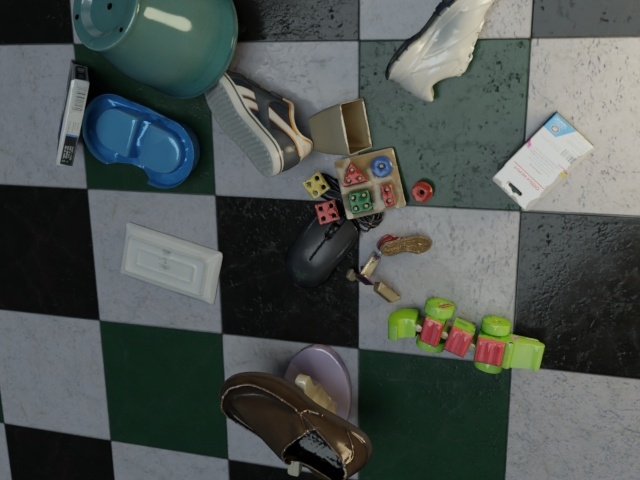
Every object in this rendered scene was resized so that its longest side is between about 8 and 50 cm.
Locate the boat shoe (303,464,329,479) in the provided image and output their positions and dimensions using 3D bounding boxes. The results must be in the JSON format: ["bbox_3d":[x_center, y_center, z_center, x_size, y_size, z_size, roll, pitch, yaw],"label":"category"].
[{"bbox_3d":[-0.013,0.549,1.857,0.135,0.045,0.050,26,121,12],"label":"boat shoe"}]

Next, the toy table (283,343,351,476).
[{"bbox_3d":[-0.032,0.403,1.764,0.252,0.161,0.274,-2,105,18],"label":"toy table"}]

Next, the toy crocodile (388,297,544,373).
[{"bbox_3d":[0.314,0.215,1.632,0.340,0.105,0.115,16,109,12],"label":"toy crocodile"}]

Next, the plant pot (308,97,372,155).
[{"bbox_3d":[0.036,-0.239,1.602,0.096,0.109,0.109,-5,103,31],"label":"plant pot"}]

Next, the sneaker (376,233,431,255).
[{"bbox_3d":[0.182,0.007,1.658,0.118,0.067,0.042,-6,102,-12],"label":"sneaker"}]

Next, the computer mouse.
[{"bbox_3d":[0.000,0.000,1.691,0.188,0.072,0.272,33,111,6],"label":"computer mouse"}]

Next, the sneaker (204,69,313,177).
[{"bbox_3d":[-0.141,-0.274,1.644,0.321,0.127,0.126,53,150,22],"label":"sneaker"}]

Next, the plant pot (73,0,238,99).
[{"bbox_3d":[-0.356,-0.450,1.541,0.271,0.255,0.272,-1,88,32],"label":"plant pot"}]

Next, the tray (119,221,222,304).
[{"bbox_3d":[-0.380,0.060,1.851,0.270,0.030,0.145,17,108,13],"label":"tray"}]

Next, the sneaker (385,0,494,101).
[{"bbox_3d":[0.265,-0.409,1.496,0.129,0.111,0.297,39,117,-12],"label":"sneaker"}]

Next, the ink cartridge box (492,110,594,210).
[{"bbox_3d":[0.449,-0.160,1.511,0.104,0.061,0.181,44,112,3],"label":"ink cartridge box"}]

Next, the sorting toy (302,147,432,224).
[{"bbox_3d":[0.098,-0.121,1.615,0.274,0.046,0.132,-13,92,7],"label":"sorting toy"}]

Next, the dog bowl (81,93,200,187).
[{"bbox_3d":[-0.416,-0.238,1.759,0.297,0.074,0.166,25,110,10],"label":"dog bowl"}]

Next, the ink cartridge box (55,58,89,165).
[{"bbox_3d":[-0.584,-0.303,1.754,0.045,0.208,0.206,9,112,-23],"label":"ink cartridge box"}]

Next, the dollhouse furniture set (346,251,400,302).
[{"bbox_3d":[0.136,0.082,1.705,0.114,0.091,0.081,39,71,-19],"label":"dollhouse furniture set"}]

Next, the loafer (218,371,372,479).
[{"bbox_3d":[-0.065,0.404,1.615,0.365,0.130,0.134,23,112,11],"label":"loafer"}]
